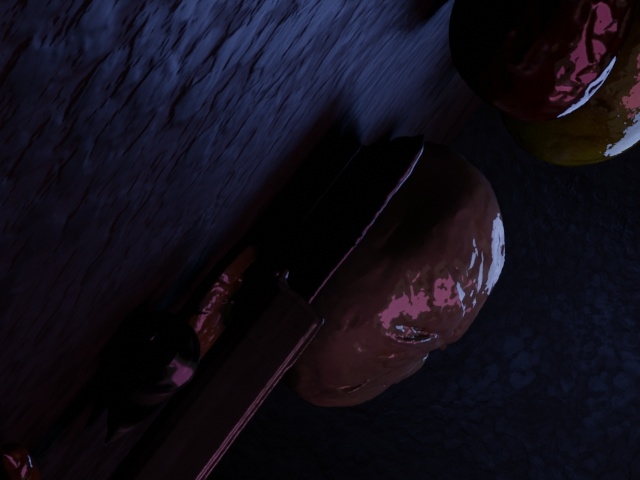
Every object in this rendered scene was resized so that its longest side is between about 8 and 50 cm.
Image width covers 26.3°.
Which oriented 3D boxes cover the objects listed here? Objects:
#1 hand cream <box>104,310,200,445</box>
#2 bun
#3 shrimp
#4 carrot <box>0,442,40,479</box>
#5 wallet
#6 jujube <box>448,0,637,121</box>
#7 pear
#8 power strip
[{"bbox_3d":[-0.123,0.098,0.986,0.086,0.055,0.235,-55,180,-20],"label":"hand cream"},{"bbox_3d":[0.080,0.053,1.647,0.361,0.213,0.361,-54,178,-3],"label":"bun"},{"bbox_3d":[-0.068,0.031,1.143,0.180,0.041,0.099,-47,158,-41],"label":"shrimp"},{"bbox_3d":[-0.195,0.176,0.853,0.057,0.057,0.224,-49,171,-36],"label":"carrot"},{"bbox_3d":[0.000,0.000,1.261,0.247,0.041,0.323,-51,-171,-5],"label":"wallet"},{"bbox_3d":[0.211,-0.223,1.205,0.236,0.168,0.168,-60,174,16],"label":"jujube"},{"bbox_3d":[0.332,-0.231,1.732,0.269,0.269,0.321,-51,-173,-21],"label":"pear"},{"bbox_3d":[-0.092,0.137,0.962,0.272,0.052,0.078,-53,-174,-21],"label":"power strip"}]
